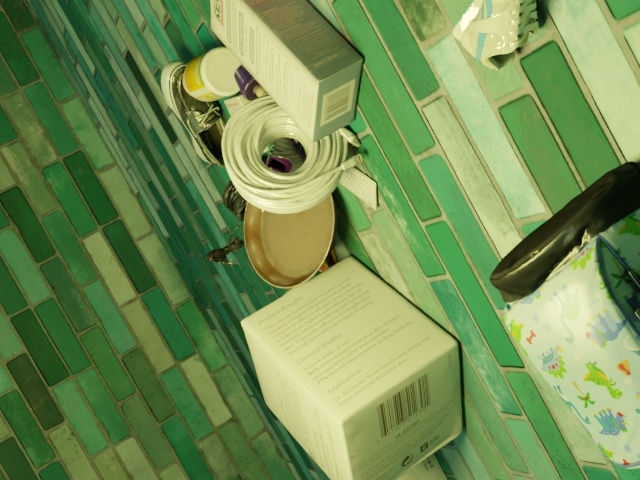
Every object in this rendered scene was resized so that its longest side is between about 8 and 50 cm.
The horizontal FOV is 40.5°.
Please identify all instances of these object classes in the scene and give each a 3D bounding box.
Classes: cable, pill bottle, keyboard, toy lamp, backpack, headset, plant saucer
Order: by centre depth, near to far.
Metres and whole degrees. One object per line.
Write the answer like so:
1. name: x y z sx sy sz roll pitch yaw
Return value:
1. backpack: 0.416 0.127 1.168 0.355 0.273 0.290 45 143 2
2. cable: -0.073 -0.183 1.800 0.257 0.257 0.089 49 168 13
3. keyboard: 0.043 -0.155 1.905 0.256 0.014 0.072 40 151 40
4. toy lamp: -0.099 -0.301 1.948 0.274 0.080 0.080 47 155 27
5. plant saucer: -0.065 -0.041 2.062 0.311 0.050 0.310 -4 84 45
6. pill bottle: -0.267 -0.403 2.130 0.208 0.118 0.117 5 122 65
7. headset: -0.179 -0.056 2.293 0.243 0.185 0.394 57 147 8

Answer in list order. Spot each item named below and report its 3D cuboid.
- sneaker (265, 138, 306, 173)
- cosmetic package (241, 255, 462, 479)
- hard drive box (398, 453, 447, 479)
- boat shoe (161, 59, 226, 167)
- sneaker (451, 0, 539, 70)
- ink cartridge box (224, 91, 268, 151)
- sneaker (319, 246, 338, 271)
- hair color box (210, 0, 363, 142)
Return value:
1. sneaker: -0.097 -0.216 1.993 0.223 0.098 0.083 56 150 32
2. cosmetic package: 0.078 0.313 2.005 0.394 0.330 0.327 40 152 42
3. hard drive box: 0.219 0.671 2.289 0.181 0.232 0.089 63 158 -7
4. boat shoe: -0.315 -0.341 2.353 0.119 0.121 0.335 28 154 41
5. sneaker: 0.254 -0.312 1.153 0.092 0.087 0.228 49 164 8
6. ink cartridge box: -0.165 -0.292 2.119 0.109 0.063 0.150 6 124 64
7. sneaker: 0.000 0.000 2.163 0.067 0.064 0.175 -8 117 46
8. hair color box: -0.077 -0.393 1.728 0.374 0.114 0.185 50 157 23
